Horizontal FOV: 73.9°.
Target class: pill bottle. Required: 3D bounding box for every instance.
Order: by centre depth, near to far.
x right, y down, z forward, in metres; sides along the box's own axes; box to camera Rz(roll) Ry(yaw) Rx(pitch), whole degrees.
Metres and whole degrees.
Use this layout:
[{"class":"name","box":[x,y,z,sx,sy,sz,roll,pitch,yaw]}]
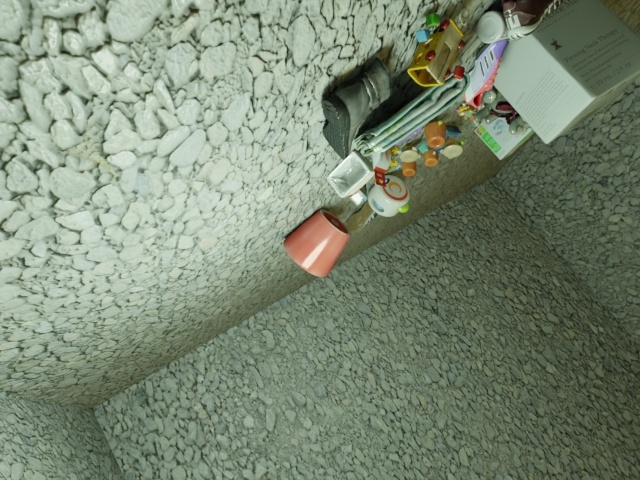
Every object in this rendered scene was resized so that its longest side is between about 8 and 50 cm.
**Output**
[{"class":"pill bottle","box":[0.594,-0.700,1.377,0.169,0.094,0.094,-26,164,-30]}]

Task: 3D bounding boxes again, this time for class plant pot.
[{"class":"plant pot","box":[0.000,0.000,2.059,0.243,0.275,0.275,-50,162,16]}]

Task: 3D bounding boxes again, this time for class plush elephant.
[{"class":"plush elephant","box":[0.942,-0.625,2.070,0.330,0.255,0.272,-31,165,-14]}]

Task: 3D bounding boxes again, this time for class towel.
[{"class":"towel","box":[0.293,-0.421,1.453,0.375,0.090,0.320,-34,-170,1]}]

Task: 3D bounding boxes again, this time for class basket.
[{"class":"basket","box":[0.131,-0.268,1.729,0.167,0.113,0.103,-41,168,28]}]

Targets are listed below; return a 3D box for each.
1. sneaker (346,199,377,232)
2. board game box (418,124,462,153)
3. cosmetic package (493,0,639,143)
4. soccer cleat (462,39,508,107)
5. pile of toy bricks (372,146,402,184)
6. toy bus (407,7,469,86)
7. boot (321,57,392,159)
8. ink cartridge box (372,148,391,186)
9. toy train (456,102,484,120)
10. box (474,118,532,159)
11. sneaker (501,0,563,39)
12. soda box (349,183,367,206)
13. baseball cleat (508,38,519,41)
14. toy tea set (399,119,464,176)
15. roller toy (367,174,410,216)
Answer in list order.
[{"class":"sneaker","box":[0.278,-0.151,2.464,0.153,0.099,0.282,-14,152,-50]},{"class":"board game box","box":[0.601,-0.503,2.133,0.160,0.047,0.210,-44,164,34]},{"class":"cosmetic package","box":[0.953,-0.671,1.663,0.330,0.393,0.327,-32,166,-9]},{"class":"soccer cleat","box":[0.630,-0.640,1.608,0.109,0.116,0.318,-30,165,-18]},{"class":"pile of toy bricks","box":[0.266,-0.328,1.889,0.105,0.118,0.212,8,158,-20]},{"class":"toy bus","box":[0.336,-0.557,1.246,0.202,0.190,0.104,-25,-154,-30]},{"class":"boot","box":[0.124,-0.391,1.323,0.223,0.118,0.338,-39,172,-7]},{"class":"ink cartridge box","box":[0.253,-0.313,1.729,0.045,0.179,0.145,-10,177,26]},{"class":"toy train","box":[0.696,-0.605,1.948,0.125,0.046,0.166,-33,153,27]},{"class":"box","box":[1.027,-0.620,2.331,0.127,0.231,0.262,-27,165,-28]},{"class":"sneaker","box":[0.636,-0.749,1.276,0.281,0.162,0.106,-50,-150,-21]},{"class":"soda box","box":[0.166,-0.221,1.882,0.058,0.063,0.183,-39,-161,21]},{"class":"baseball cleat","box":[0.739,-0.784,1.473,0.110,0.072,0.206,-26,165,-27]},{"class":"toy tea set","box":[0.485,-0.434,1.988,0.200,0.124,0.336,28,144,-36]},{"class":"roller toy","box":[0.346,-0.227,2.184,0.191,0.209,0.146,10,147,-17]}]
